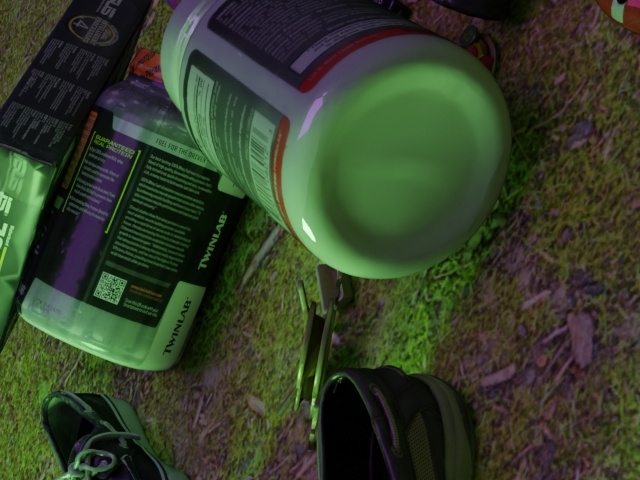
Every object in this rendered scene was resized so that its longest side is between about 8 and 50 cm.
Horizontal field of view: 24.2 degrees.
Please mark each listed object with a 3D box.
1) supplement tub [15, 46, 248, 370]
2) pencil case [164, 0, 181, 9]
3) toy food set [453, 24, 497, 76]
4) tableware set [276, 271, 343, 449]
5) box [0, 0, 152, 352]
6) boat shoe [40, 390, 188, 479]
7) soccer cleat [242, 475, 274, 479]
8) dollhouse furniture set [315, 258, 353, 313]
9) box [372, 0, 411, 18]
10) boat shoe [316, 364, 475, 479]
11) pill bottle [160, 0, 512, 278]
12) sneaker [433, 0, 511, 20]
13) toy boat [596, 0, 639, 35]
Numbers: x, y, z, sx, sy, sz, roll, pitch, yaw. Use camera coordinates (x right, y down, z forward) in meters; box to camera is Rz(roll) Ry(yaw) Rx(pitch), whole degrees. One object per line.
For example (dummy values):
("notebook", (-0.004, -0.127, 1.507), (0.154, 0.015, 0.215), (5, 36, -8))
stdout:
("supplement tub", (-0.186, -0.034, 1.606), (0.193, 0.193, 0.316), (27, 95, 58))
("pencil case", (-0.150, -0.311, 1.809), (0.104, 0.104, 0.236), (-60, 31, 13))
("toy food set", (0.129, -0.153, 1.365), (0.083, 0.020, 0.083), (-45, 39, 34))
("tableware set", (-0.013, 0.104, 1.314), (0.194, 0.039, 0.128), (96, -176, -72))
("box", (-0.330, -0.091, 1.762), (0.395, 0.097, 0.318), (-74, 7, -54))
("boat shoe", (-0.226, 0.246, 1.581), (0.113, 0.105, 0.306), (-59, 33, 15))
("soccer cleat", (-0.091, 0.328, 1.361), (0.248, 0.083, 0.095), (-56, 38, 15))
("dollhouse furniture set", (0.000, 0.000, 1.411), (0.091, 0.081, 0.114), (-44, 39, 34))
("box", (0.025, -0.219, 1.554), (0.116, 0.029, 0.162), (-61, 31, 14))
("boat shoe", (0.045, 0.257, 1.144), (0.132, 0.130, 0.355), (-39, 42, 38))
("pill bottle", (-0.004, -0.125, 1.342), (0.210, 0.210, 0.363), (-62, 33, 9))
("sneaker", (0.125, -0.325, 1.383), (0.130, 0.109, 0.286), (-63, 39, 33))
("toy boat", (0.270, -0.257, 1.068), (0.151, 0.151, 0.231), (40, 111, 41))
